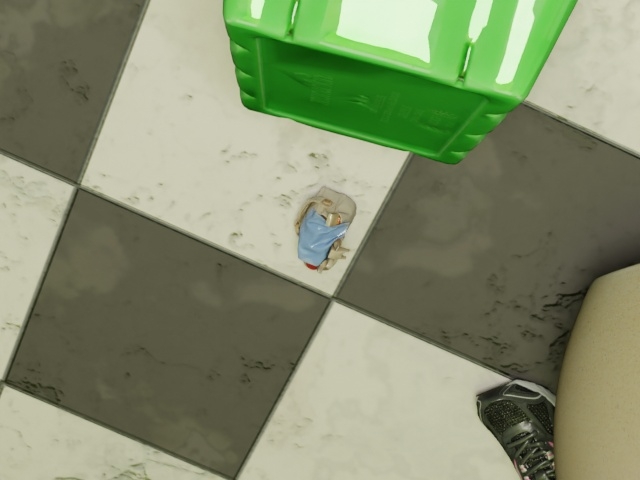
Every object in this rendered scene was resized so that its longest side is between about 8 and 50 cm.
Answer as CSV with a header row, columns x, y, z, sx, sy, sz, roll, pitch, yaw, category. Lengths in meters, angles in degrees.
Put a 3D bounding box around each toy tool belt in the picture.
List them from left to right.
x,y,z,sx,sy,sz,roll,pitch,yaw,category
0.000,0.000,1.132,0.052,0.051,0.083,19,123,-2,toy tool belt

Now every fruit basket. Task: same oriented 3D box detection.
x,y,z,sx,sy,sz,roll,pitch,yaw,category
0.089,-0.251,0.835,0.283,0.392,0.392,15,122,0,fruit basket

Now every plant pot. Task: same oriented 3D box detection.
x,y,z,sx,sy,sz,roll,pitch,yaw,category
0.306,0.104,1.044,0.284,0.284,0.191,-17,82,19,plant pot

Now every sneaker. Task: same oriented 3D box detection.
x,y,z,sx,sy,sz,roll,pitch,yaw,category
0.210,0.204,1.206,0.072,0.077,0.178,-36,109,25,sneaker
